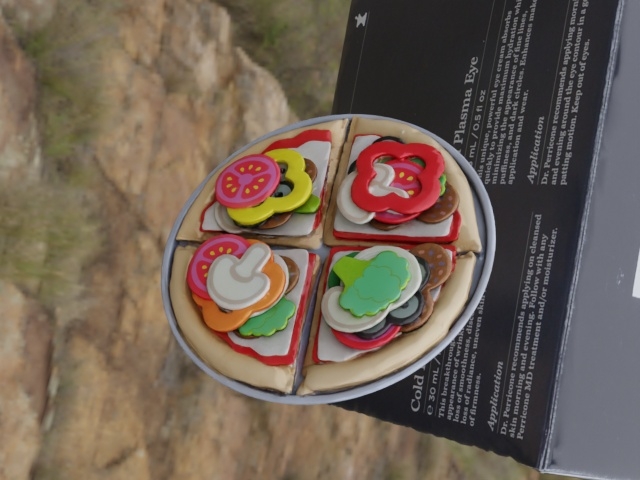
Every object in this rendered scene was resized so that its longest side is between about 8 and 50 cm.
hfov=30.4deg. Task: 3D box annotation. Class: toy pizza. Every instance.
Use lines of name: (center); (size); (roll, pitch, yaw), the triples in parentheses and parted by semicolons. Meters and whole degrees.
toy pizza: (0.000, 0.000, 0.683); (0.032, 0.201, 0.201); (68, 36, -53)

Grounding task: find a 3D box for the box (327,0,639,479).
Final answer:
box: (0.149, -0.018, 0.884); (0.178, 0.312, 0.343); (13, 86, -33)
